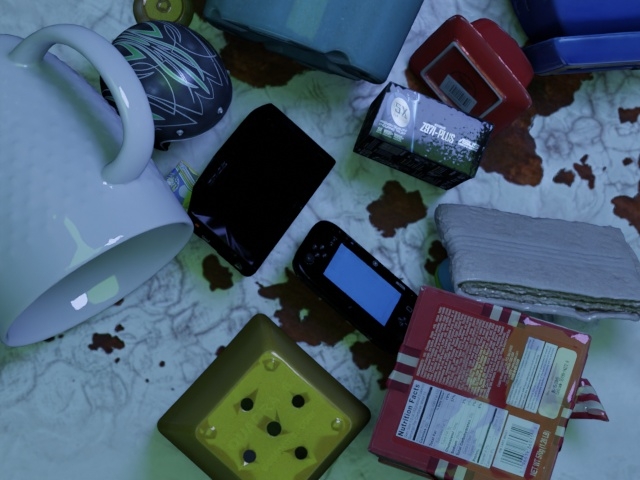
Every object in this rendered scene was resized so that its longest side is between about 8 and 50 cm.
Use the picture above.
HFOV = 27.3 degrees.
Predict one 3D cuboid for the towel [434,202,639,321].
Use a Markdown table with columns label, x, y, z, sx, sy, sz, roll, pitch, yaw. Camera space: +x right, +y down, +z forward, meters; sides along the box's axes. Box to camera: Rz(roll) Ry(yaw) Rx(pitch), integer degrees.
| label | x | y | z | sx | sy | sz | roll | pitch | yaw |
| --- | --- | --- | --- | --- | --- | --- | --- | --- | --- |
| towel | 0.293 | 0.029 | 1.739 | 0.282 | 0.187 | 0.049 | 9 | 122 | -11 |

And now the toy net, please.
| label | x | y | z | sx | sy | sz | roll | pitch | yaw |
| --- | --- | --- | --- | --- | --- | --- | --- | --- | --- |
| toy net | 0.275 | 0.063 | 1.812 | 0.232 | 0.045 | 0.122 | 26 | 54 | -6 |

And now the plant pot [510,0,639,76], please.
| label | x | y | z | sx | sy | sz | roll | pitch | yaw |
| --- | --- | --- | --- | --- | --- | --- | --- | --- | --- |
| plant pot | 0.378 | -0.333 | 1.760 | 0.236 | 0.236 | 0.212 | -5 | 93 | -6 |

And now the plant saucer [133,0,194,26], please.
| label | x | y | z | sx | sy | sz | roll | pitch | yaw |
| --- | --- | --- | --- | --- | --- | --- | --- | --- | --- |
| plant saucer | -0.214 | -0.318 | 1.799 | 0.084 | 0.015 | 0.083 | 0 | 86 | -6 |

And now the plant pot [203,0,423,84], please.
| label | x | y | z | sx | sy | sz | roll | pitch | yaw |
| --- | --- | --- | --- | --- | --- | --- | --- | --- | --- |
| plant pot | 0.020 | -0.397 | 1.691 | 0.341 | 0.341 | 0.334 | 20 | 92 | -4 |

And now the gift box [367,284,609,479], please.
| label | x | y | z | sx | sy | sz | roll | pitch | yaw |
| --- | --- | --- | --- | --- | --- | --- | --- | --- | --- |
| gift box | 0.221 | 0.224 | 1.678 | 0.276 | 0.258 | 0.255 | 22 | 82 | 11 |

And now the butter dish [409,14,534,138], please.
| label | x | y | z | sx | sy | sz | roll | pitch | yaw |
| --- | --- | --- | --- | --- | --- | --- | --- | --- | --- |
| butter dish | 0.225 | -0.237 | 1.787 | 0.160 | 0.160 | 0.118 | 49 | 60 | -1 |

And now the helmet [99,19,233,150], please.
| label | x | y | z | sx | sy | sz | roll | pitch | yaw |
| --- | --- | --- | --- | --- | --- | --- | --- | --- | --- |
| helmet | -0.201 | -0.204 | 1.705 | 0.170 | 0.161 | 0.169 | 3 | 80 | -20 |

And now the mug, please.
| label | x | y | z | sx | sy | sz | roll | pitch | yaw |
| --- | --- | --- | --- | --- | --- | --- | --- | --- | --- |
| mug | -0.332 | -0.103 | 1.606 | 0.276 | 0.374 | 0.328 | -24 | 76 | -48 |

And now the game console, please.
| label | x | y | z | sx | sy | sz | roll | pitch | yaw |
| --- | --- | --- | --- | --- | --- | --- | --- | --- | --- |
| game console | 0.000 | 0.000 | 1.753 | 0.361 | 0.044 | 0.213 | 41 | 58 | -11 |

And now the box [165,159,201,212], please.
| label | x | y | z | sx | sy | sz | roll | pitch | yaw |
| --- | --- | --- | --- | --- | --- | --- | --- | --- | --- |
| box | -0.142 | -0.029 | 1.765 | 0.169 | 0.054 | 0.059 | 42 | 83 | -2 |

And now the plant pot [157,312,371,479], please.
| label | x | y | z | sx | sy | sz | roll | pitch | yaw |
| --- | --- | --- | --- | --- | --- | --- | --- | --- | --- |
| plant pot | -0.065 | 0.236 | 1.686 | 0.212 | 0.187 | 0.212 | 43 | 83 | -2 |

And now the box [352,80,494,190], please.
| label | x | y | z | sx | sy | sz | roll | pitch | yaw |
| --- | --- | --- | --- | --- | --- | --- | --- | --- | --- |
| box | 0.132 | -0.135 | 1.738 | 0.147 | 0.180 | 0.077 | 22 | 85 | -3 |
